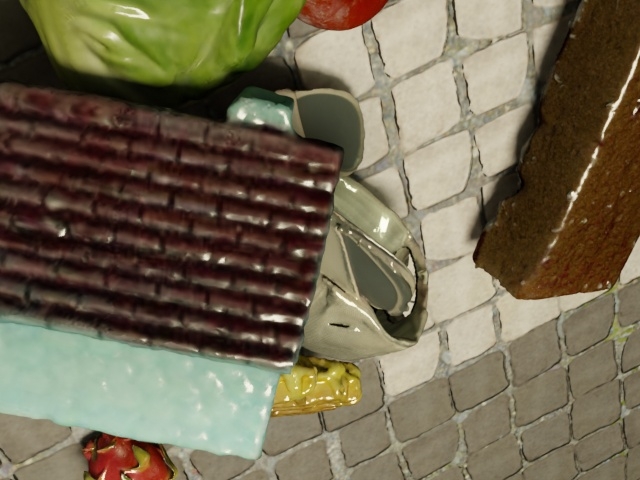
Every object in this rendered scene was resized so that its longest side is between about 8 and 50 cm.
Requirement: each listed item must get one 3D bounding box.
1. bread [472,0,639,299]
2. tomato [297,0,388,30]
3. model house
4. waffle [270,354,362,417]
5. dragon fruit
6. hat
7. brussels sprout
[{"bbox_3d":[0.305,-0.134,1.001,0.165,0.113,0.417,-4,125,-37],"label":"bread"},{"bbox_3d":[0.016,-0.245,0.818,0.159,0.091,0.139,24,108,-38],"label":"tomato"},{"bbox_3d":[-0.140,-0.013,0.736,0.280,0.230,0.249,11,109,-5],"label":"model house"},{"bbox_3d":[-0.087,0.151,0.978,0.249,0.056,0.253,-12,166,36],"label":"waffle"},{"bbox_3d":[-0.199,0.251,1.035,0.086,0.081,0.116,-27,118,18],"label":"dragon fruit"},{"bbox_3d":[0.000,-0.006,0.889,0.161,0.232,0.275,-23,139,5],"label":"hat"},{"bbox_3d":[-0.113,-0.212,0.706,0.244,0.244,0.244,-13,125,-19],"label":"brussels sprout"}]
